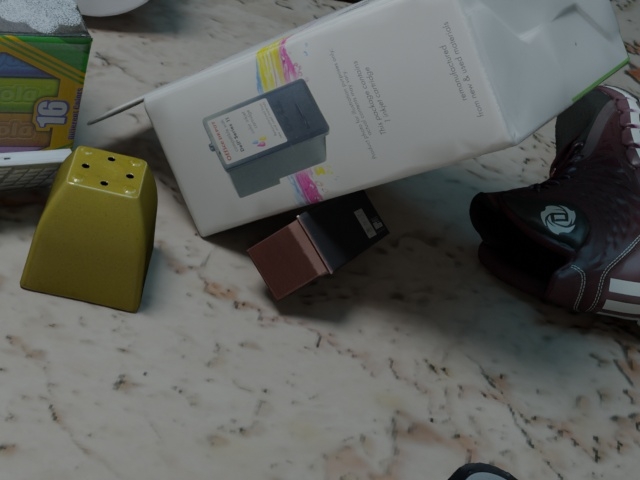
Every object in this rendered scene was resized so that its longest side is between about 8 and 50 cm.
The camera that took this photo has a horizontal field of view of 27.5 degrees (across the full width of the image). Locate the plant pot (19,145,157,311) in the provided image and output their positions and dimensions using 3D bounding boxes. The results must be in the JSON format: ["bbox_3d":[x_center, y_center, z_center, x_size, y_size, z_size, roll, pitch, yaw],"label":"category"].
[{"bbox_3d":[-0.151,-0.015,0.887,0.082,0.083,0.081,12,35,-7],"label":"plant pot"}]

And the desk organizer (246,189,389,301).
[{"bbox_3d":[0.000,0.000,0.961,0.047,0.050,0.130,59,24,0],"label":"desk organizer"}]

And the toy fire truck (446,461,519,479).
[{"bbox_3d":[0.138,0.242,0.623,0.246,0.158,0.217,30,34,-3],"label":"toy fire truck"}]

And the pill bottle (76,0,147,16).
[{"bbox_3d":[-0.213,-0.337,1.238,0.160,0.160,0.283,7,37,-16],"label":"pill bottle"}]

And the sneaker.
[{"bbox_3d":[0.194,-0.045,1.069,0.163,0.106,0.281,6,37,-12],"label":"sneaker"}]

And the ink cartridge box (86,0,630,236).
[{"bbox_3d":[0.020,-0.108,0.971,0.354,0.119,0.207,-14,13,40],"label":"ink cartridge box"}]

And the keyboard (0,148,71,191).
[{"bbox_3d":[-0.291,-0.037,0.875,0.256,0.072,0.014,-6,75,-31],"label":"keyboard"}]

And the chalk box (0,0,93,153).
[{"bbox_3d":[-0.289,-0.128,0.943,0.213,0.132,0.132,-1,40,-24],"label":"chalk box"}]
